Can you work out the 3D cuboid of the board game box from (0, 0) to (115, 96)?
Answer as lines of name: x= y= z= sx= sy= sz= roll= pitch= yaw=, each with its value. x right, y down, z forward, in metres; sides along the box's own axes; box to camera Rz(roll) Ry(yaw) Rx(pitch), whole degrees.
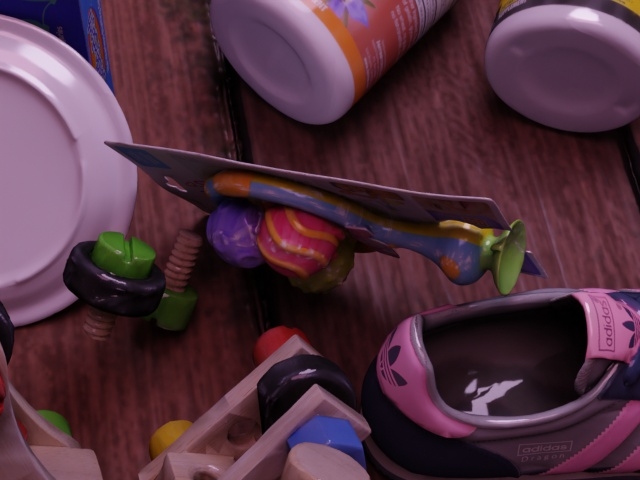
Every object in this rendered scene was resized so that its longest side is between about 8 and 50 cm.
board game box: x=-0.246 y=-0.133 z=0.811 sx=0.210 sy=0.160 sz=0.047 roll=6 pitch=53 yaw=3

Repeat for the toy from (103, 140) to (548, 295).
toy: x=0.000 y=0.000 z=0.728 sx=0.237 sy=0.137 sz=0.056 roll=7 pitch=75 yaw=25

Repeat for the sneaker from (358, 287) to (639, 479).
sneaker: x=0.182 y=0.074 z=0.721 sx=0.319 sy=0.131 sz=0.112 roll=-10 pitch=61 yaw=-6

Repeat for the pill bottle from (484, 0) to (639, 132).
pill bottle: x=0.193 y=-0.190 z=0.876 sx=0.119 sy=0.119 sz=0.208 roll=15 pitch=61 yaw=7

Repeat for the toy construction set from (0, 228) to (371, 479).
toy construction set: x=-0.099 y=0.163 z=0.644 sx=0.309 sy=0.257 sz=0.237 roll=35 pitch=109 yaw=34

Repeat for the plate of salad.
plate of salad: x=-0.213 y=-0.042 z=0.786 sx=0.200 sy=0.048 sz=0.200 roll=0 pitch=101 yaw=0

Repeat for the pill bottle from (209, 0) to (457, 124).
pill bottle: x=0.035 y=-0.191 z=0.872 sx=0.121 sy=0.121 sz=0.216 roll=35 pitch=66 yaw=17
